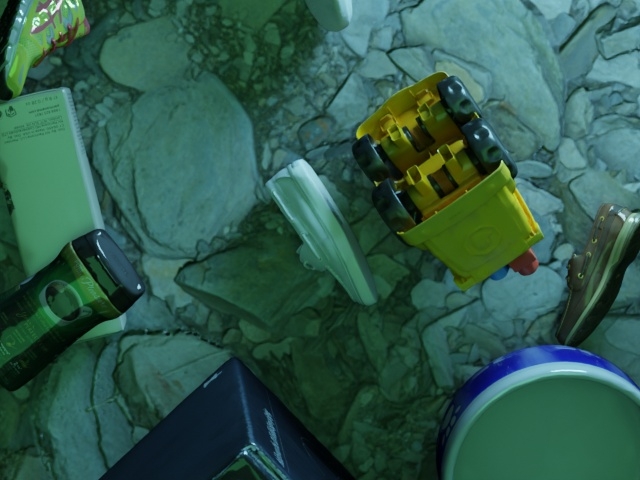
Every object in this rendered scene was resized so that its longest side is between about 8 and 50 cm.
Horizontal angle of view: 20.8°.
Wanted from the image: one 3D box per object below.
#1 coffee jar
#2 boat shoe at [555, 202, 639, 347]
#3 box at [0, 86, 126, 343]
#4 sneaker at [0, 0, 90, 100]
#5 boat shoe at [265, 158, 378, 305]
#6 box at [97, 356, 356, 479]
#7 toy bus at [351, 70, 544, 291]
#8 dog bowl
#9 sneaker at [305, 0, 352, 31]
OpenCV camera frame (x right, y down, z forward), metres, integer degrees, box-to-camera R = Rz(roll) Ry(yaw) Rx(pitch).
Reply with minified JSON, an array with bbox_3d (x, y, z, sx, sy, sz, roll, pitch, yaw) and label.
[{"bbox_3d":[-0.279,0.071,1.831,0.184,0.079,0.096,-35,93,2],"label":"coffee jar"},{"bbox_3d":[0.314,0.040,2.007,0.060,0.064,0.178,30,101,26],"label":"boat shoe"},{"bbox_3d":[-0.290,-0.027,1.916,0.094,0.113,0.275,-13,95,-3],"label":"box"},{"bbox_3d":[-0.295,-0.233,1.881,0.094,0.081,0.208,27,59,-21],"label":"sneaker"},{"bbox_3d":[0.000,0.000,1.970,0.063,0.066,0.184,-30,100,12],"label":"boat shoe"},{"bbox_3d":[-0.024,0.413,1.793,0.297,0.480,0.472,-42,97,0],"label":"box"},{"bbox_3d":[0.159,-0.051,1.934,0.149,0.220,0.211,-36,128,11],"label":"toy bus"},{"bbox_3d":[0.265,0.256,1.975,0.264,0.104,0.265,-1,104,-3],"label":"dog bowl"},{"bbox_3d":[0.016,-0.343,1.939,0.094,0.080,0.212,-20,103,-27],"label":"sneaker"}]
